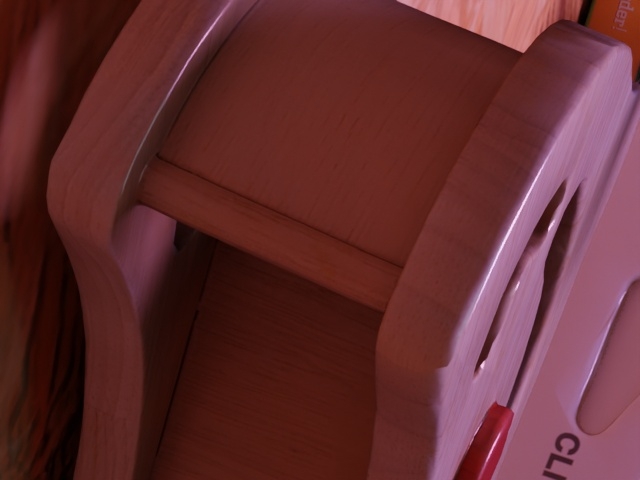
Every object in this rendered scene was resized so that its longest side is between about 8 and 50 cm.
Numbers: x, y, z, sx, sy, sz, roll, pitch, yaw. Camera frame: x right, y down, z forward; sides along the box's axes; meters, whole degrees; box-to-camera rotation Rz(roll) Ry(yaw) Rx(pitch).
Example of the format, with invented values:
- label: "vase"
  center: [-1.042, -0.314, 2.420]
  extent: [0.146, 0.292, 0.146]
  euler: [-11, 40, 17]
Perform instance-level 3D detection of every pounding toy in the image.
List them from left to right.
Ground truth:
- label: "pounding toy"
  center: [0.034, 0.026, 0.387]
  extent: [0.154, 0.155, 0.269]
  euler: [-40, 151, -64]

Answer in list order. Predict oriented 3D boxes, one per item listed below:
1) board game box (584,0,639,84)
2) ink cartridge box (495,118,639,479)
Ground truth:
- label: "board game box"
  center: [0.155, -0.136, 0.840]
  extent: [0.124, 0.039, 0.259]
  euler: [3, 102, -74]
- label: "ink cartridge box"
  center: [0.092, 0.090, 0.734]
  extent: [0.273, 0.114, 0.197]
  euler: [73, 39, -62]
